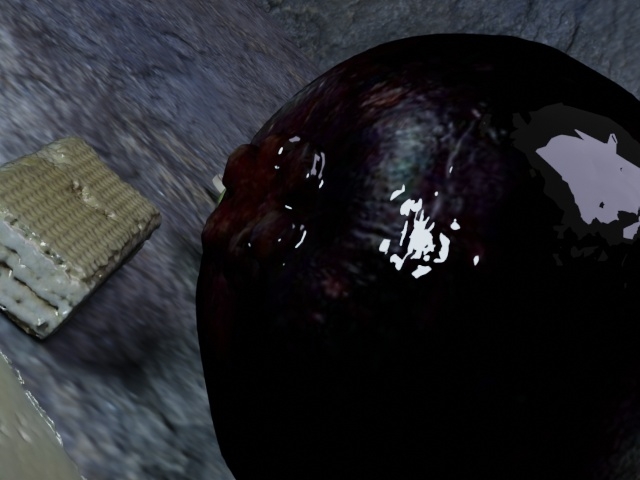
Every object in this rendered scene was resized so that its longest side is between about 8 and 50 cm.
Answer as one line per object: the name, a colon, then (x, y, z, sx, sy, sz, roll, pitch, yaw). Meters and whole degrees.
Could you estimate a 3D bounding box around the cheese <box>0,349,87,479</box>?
cheese: (-0.191, 0.068, 0.574, 0.400, 0.034, 0.085, 49, 17, 23)

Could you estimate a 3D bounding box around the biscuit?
biscuit: (-0.184, -0.012, 0.792, 0.108, 0.062, 0.239, 43, 11, -6)

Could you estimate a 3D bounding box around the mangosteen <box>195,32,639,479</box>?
mangosteen: (0.123, 0.064, 0.783, 0.435, 0.382, 0.382, 30, 17, -29)

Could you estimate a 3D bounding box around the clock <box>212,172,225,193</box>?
clock: (-0.027, -0.006, 1.296, 0.229, 0.063, 0.155, 44, 13, -7)

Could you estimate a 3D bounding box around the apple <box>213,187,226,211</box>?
apple: (0.000, 0.000, 1.048, 0.188, 0.207, 0.174, 57, -11, 41)
